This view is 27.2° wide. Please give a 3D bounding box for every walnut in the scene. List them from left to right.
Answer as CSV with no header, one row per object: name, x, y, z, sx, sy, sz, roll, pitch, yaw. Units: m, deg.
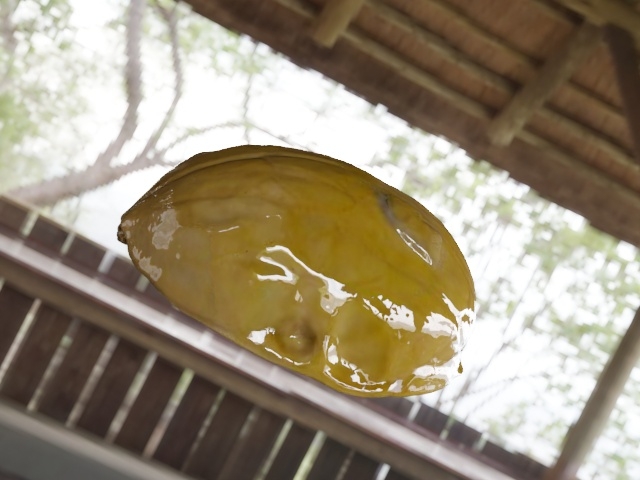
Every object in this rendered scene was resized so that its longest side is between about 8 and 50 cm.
walnut,0.000,0.000,0.417,0.121,0.052,0.091,22,22,-9
